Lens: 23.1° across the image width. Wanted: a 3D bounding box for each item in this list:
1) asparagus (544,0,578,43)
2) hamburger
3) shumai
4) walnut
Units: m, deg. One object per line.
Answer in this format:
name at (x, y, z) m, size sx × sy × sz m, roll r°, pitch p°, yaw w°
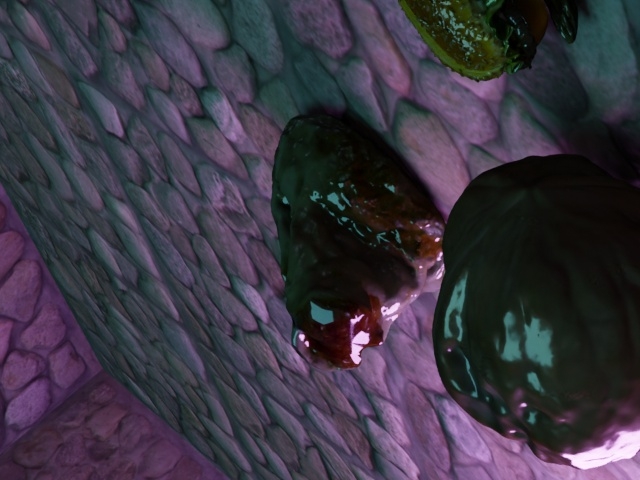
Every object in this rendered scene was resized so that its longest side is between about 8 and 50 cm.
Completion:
asparagus at (0.146, -0.253, 1.190) m, size 0.027 × 0.034 × 0.236 m, roll -6°, pitch 127°, yaw 46°
hamburger at (0.107, -0.200, 1.240) m, size 0.166 × 0.087 × 0.137 m, roll 55°, pitch 180°, yaw 9°
shumai at (0.000, 0.000, 1.736) m, size 0.272 × 0.203 × 0.222 m, roll 37°, pitch 157°, yaw 41°
walnut at (0.211, 0.058, 1.330) m, size 0.227 × 0.273 × 0.273 m, roll -1°, pitch 138°, yaw 19°
